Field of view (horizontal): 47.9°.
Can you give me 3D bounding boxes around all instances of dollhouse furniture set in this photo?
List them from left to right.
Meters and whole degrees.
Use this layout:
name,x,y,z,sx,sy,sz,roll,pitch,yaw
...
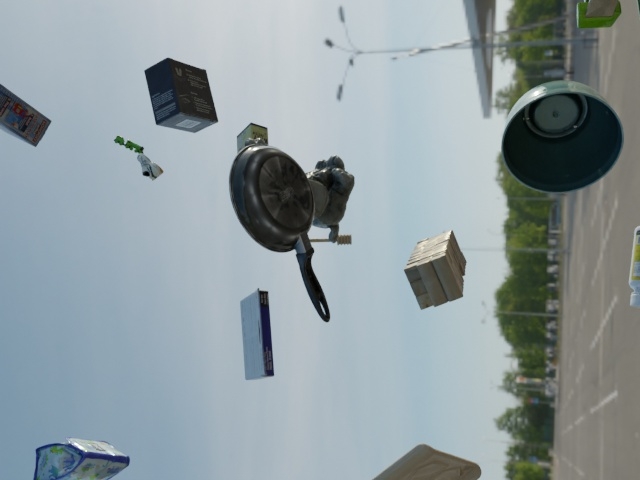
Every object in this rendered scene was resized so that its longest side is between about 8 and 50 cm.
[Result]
name,x,y,z,sx,sy,sz,roll,pitch,yaw
dollhouse furniture set,0.681,-0.659,1.653,0.151,0.198,0.301,72,-162,-67

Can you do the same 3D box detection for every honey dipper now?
name,x,y,z,sx,sy,sz,roll,pitch,yaw
honey dipper,0.000,0.000,1.863,0.030,0.161,0.030,178,90,-90

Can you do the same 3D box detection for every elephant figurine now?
name,x,y,z,sx,sy,sz,roll,pitch,yaw
elephant figurine,-0.058,-0.105,1.558,0.239,0.186,0.169,-7,-37,-41

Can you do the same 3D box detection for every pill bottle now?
name,x,y,z,sx,sy,sz,roll,pitch,yaw
pill bottle,0.861,0.072,1.852,0.119,0.119,0.208,28,-110,-71

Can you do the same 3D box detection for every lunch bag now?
name,x,y,z,sx,sy,sz,roll,pitch,yaw
lunch bag,-0.491,0.457,1.483,0.129,0.151,0.096,31,-131,-52

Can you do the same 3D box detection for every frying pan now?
name,x,y,z,sx,sy,sz,roll,pitch,yaw
frying pan,-0.063,-0.015,1.235,0.197,0.053,0.326,-1,-104,-50

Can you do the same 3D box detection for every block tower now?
name,x,y,z,sx,sy,sz,roll,pitch,yaw
block tower,0.248,0.054,1.520,0.097,0.091,0.335,67,-165,-3

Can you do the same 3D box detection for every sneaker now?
name,x,y,z,sx,sy,sz,roll,pitch,yaw
sneaker,-0.379,-0.160,1.566,0.037,0.083,0.032,-49,-34,-9

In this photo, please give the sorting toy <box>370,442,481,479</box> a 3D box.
name,x,y,z,sx,sy,sz,roll,pitch,yaw
sorting toy,0.179,0.455,1.353,0.208,0.193,0.038,34,-160,-41

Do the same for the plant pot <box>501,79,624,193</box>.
name,x,y,z,sx,sy,sz,roll,pitch,yaw
plant pot,0.620,-0.296,1.879,0.196,0.293,0.293,-74,-22,-52

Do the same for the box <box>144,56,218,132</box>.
name,x,y,z,sx,sy,sz,roll,pitch,yaw
box,-0.367,-0.381,1.906,0.156,0.093,0.158,2,-108,-60

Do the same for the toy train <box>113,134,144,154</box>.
name,x,y,z,sx,sy,sz,roll,pitch,yaw
toy train,-0.504,-0.252,1.900,0.023,0.083,0.017,-63,16,5

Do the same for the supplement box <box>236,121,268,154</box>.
name,x,y,z,sx,sy,sz,roll,pitch,yaw
supplement box,-0.190,-0.269,2.016,0.056,0.083,0.083,13,-120,-33

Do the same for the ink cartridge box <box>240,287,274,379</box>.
name,x,y,z,sx,sy,sz,roll,pitch,yaw
ink cartridge box,-0.158,0.245,1.861,0.224,0.045,0.223,144,122,-68

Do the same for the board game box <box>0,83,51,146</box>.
name,x,y,z,sx,sy,sz,roll,pitch,yaw
board game box,-0.580,-0.241,1.247,0.194,0.194,0.060,38,-105,-45
